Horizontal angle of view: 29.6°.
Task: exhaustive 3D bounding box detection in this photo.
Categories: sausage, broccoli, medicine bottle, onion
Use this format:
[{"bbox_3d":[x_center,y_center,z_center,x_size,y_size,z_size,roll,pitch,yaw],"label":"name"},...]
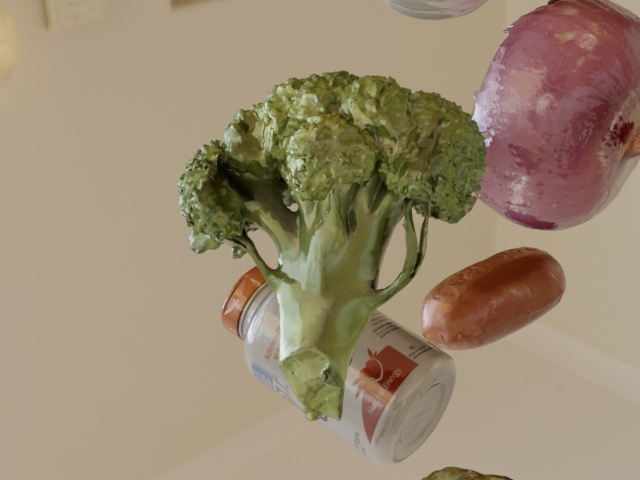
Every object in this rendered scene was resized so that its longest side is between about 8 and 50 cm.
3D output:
[{"bbox_3d":[0.269,0.090,1.877,0.258,0.133,0.133,-22,-147,-26],"label":"sausage"},{"bbox_3d":[-0.012,-0.032,1.111,0.254,0.186,0.302,32,-107,14],"label":"broccoli"},{"bbox_3d":[0.013,0.141,1.497,0.288,0.157,0.157,32,-140,26],"label":"medicine bottle"},{"bbox_3d":[0.383,-0.171,1.799,0.345,0.358,0.358,38,-145,2],"label":"onion"}]

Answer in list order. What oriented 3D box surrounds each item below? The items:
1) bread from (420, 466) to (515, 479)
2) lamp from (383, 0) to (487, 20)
[{"bbox_3d":[0.174,0.270,1.011,0.232,0.128,0.088,17,169,15],"label":"bread"},{"bbox_3d":[0.110,-0.308,1.053,0.179,0.108,0.246,5,-113,21],"label":"lamp"}]
